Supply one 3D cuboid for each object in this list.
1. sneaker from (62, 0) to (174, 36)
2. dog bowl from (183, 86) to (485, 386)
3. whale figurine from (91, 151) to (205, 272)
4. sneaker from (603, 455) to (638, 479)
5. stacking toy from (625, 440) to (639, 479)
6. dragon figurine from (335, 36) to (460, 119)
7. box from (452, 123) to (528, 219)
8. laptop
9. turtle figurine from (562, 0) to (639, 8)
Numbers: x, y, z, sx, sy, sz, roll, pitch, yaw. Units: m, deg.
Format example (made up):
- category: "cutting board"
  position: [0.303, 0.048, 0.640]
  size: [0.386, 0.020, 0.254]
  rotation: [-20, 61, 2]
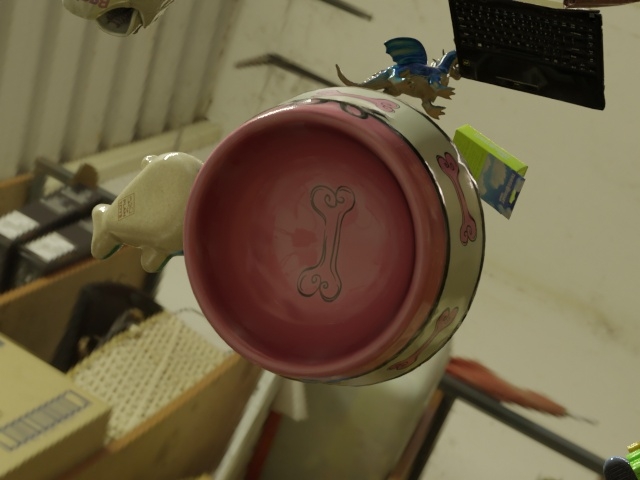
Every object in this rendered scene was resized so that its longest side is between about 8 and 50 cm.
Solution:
- category: "sneaker"
  position: [-0.179, -0.290, 1.079]
  size: [0.152, 0.114, 0.305]
  rotation: [-62, -7, 19]
- category: "dog bowl"
  position: [0.000, 0.000, 1.377]
  size: [0.408, 0.408, 0.150]
  rotation: [-67, -19, 13]
- category: "whale figurine"
  position: [-0.274, -0.040, 1.817]
  size: [0.141, 0.272, 0.216]
  rotation: [24, -127, -50]
- category: "sneaker"
  position: [0.484, 0.363, 1.630]
  size: [0.053, 0.144, 0.059]
  rotation: [-31, 35, 35]
- category: "stacking toy"
  position: [0.413, 0.212, 1.129]
  size: [0.167, 0.052, 0.221]
  rotation: [-29, -15, 10]
- category: "dragon figurine"
  position: [0.143, -0.289, 1.813]
  size: [0.085, 0.289, 0.144]
  rotation: [111, 155, -45]
- category: "box"
  position: [0.325, -0.134, 2.055]
  size: [0.042, 0.178, 0.109]
  rotation: [-27, -35, -37]
- category: "laptop"
  position: [0.246, -0.263, 1.429]
  size: [0.136, 0.234, 0.264]
  rotation: [-51, -36, -28]
- category: "turtle figurine"
  position: [0.386, -0.371, 1.168]
  size: [0.198, 0.266, 0.275]
  rotation: [90, -155, -51]
